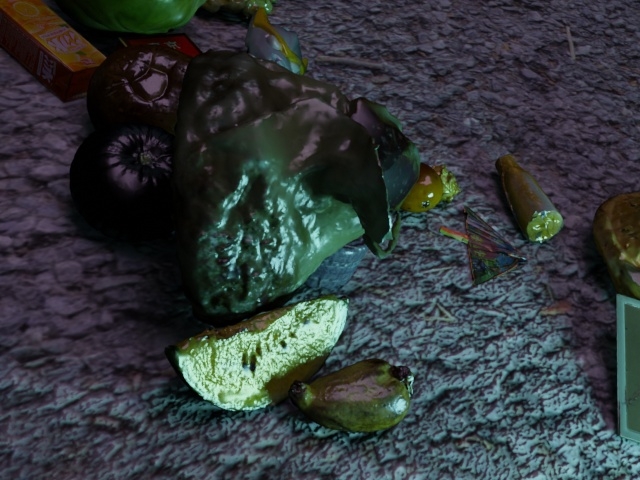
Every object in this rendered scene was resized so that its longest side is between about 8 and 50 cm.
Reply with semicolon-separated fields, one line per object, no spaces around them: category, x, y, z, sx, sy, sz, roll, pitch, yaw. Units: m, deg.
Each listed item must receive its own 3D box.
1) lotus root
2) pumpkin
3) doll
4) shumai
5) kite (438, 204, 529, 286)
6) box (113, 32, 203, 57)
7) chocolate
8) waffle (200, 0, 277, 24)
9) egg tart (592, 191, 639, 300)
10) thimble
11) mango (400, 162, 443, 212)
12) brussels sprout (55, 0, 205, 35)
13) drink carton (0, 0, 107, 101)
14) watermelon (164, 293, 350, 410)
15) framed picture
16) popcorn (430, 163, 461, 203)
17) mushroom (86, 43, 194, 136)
lotus root;0.037;0.220;1.561;0.190;0.095;0.108;-6;25;-26
pumpkin;-0.284;-0.088;1.699;0.202;0.140;0.202;15;51;-19
doll;-0.102;-0.340;2.162;0.145;0.103;0.316;28;41;-6
shumai;-0.029;-0.085;1.588;0.348;0.395;0.395;-5;40;1
kite;0.301;0.014;2.045;0.183;0.014;0.241;20;37;-7
box;-0.249;-0.277;2.013;0.153;0.074;0.240;-17;54;-39
chocolate;0.398;-0.090;2.188;0.085;0.086;0.219;9;36;-23
waffle;-0.226;-0.576;2.399;0.297;0.073;0.317;21;36;-7
egg tart;0.738;0.033;2.153;0.443;0.178;0.443;19;36;-14
thimble;-0.002;0.000;1.799;0.150;0.098;0.150;17;38;-13
mango;0.153;-0.105;2.046;0.105;0.084;0.159;-19;33;-26
brussels sprout;-0.342;-0.515;2.072;0.289;0.282;0.354;4;0;31
drink carton;-0.476;-0.339;1.949;0.223;0.071;0.096;41;38;17
watermelon;-0.085;0.150;1.531;0.301;0.129;0.123;-17;52;-38
framed picture;0.602;0.240;1.890;0.232;0.019;0.296;18;50;-6
popcorn;0.227;-0.106;2.096;0.083;0.057;0.082;62;8;22
mushroom;-0.274;-0.227;1.829;0.231;0.138;0.194;6;60;3
